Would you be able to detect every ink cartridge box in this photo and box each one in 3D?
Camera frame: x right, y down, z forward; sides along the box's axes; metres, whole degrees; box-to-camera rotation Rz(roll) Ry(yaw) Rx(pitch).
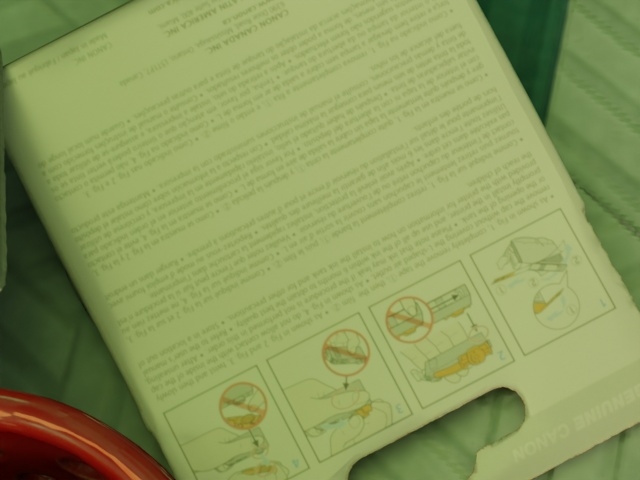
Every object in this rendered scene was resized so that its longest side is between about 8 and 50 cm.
[{"bbox_3d":[0.000,0.000,0.710,0.189,0.066,0.232,-27,86,-4],"label":"ink cartridge box"}]

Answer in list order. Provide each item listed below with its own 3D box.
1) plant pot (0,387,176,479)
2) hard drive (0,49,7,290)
[{"bbox_3d":[-0.102,0.158,0.587,0.191,0.174,0.191,-3,69,7],"label":"plant pot"},{"bbox_3d":[-0.246,0.037,0.627,0.307,0.040,0.203,-31,29,7],"label":"hard drive"}]
